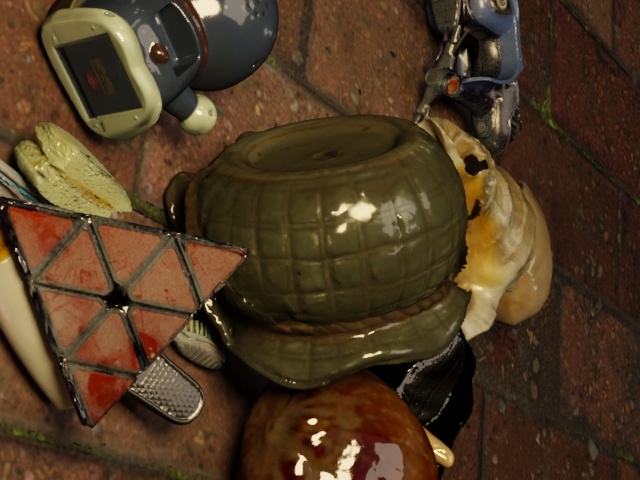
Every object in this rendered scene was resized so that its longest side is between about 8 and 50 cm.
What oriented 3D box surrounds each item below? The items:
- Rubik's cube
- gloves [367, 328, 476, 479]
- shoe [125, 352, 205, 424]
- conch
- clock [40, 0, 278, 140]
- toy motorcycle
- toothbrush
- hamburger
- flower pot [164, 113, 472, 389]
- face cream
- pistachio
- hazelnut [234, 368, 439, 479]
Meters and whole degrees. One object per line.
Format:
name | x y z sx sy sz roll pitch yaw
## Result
Rubik's cube | -0.180 0.053 1.183 0.178 0.211 0.190 -72 178 -79
gloves | 0.097 0.240 1.540 0.197 0.152 0.301 60 33 -50
shoe | -0.177 0.116 1.242 0.159 0.053 0.062 41 73 -14
conch | 0.141 -0.011 1.630 0.324 0.186 0.263 47 41 -42
clock | -0.143 -0.200 1.293 0.243 0.146 0.199 -43 114 -44
toy motorcycle | 0.195 -0.293 1.853 0.213 0.125 0.358 -7 87 -49
toothbrush | -0.211 0.015 1.233 0.413 0.035 0.042 45 27 -43
hamburger | -0.226 -0.064 1.191 0.054 0.084 0.121 -50 144 2
flower pot | 0.000 0.000 1.349 0.302 0.302 0.213 -37 124 -54
face cream | -0.248 0.060 1.148 0.072 0.051 0.182 -48 121 -50
pistachio | 0.262 0.015 1.877 0.152 0.126 0.223 91 0 -67
hazelnut | 0.014 0.235 1.351 0.218 0.218 0.234 44 43 -43
